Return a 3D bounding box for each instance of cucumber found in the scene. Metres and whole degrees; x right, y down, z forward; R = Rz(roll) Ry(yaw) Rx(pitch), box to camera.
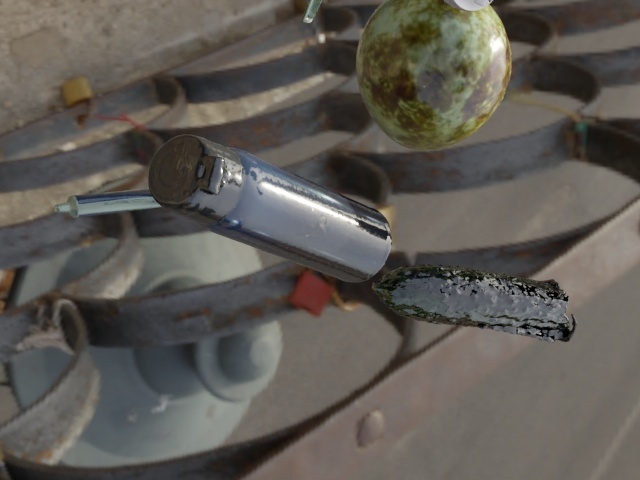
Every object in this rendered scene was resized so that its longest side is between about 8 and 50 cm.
[{"bbox_3d":[0.159,0.058,1.186,0.245,0.067,0.067,10,90,-36],"label":"cucumber"}]

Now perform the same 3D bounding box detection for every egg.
[{"bbox_3d":[0.174,-0.260,1.852,0.238,0.238,0.289,-45,151,-29],"label":"egg"}]

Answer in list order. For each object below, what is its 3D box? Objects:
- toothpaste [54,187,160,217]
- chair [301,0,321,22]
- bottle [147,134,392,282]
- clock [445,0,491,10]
[{"bbox_3d":[-0.307,-0.058,1.801,0.197,0.057,0.034,-8,119,-33],"label":"toothpaste"},{"bbox_3d":[-0.040,-0.550,2.002,0.203,0.274,0.190,24,44,-11],"label":"chair"},{"bbox_3d":[-0.040,-0.025,1.011,0.244,0.082,0.072,22,79,-49],"label":"bottle"},{"bbox_3d":[0.164,-0.311,1.272,0.087,0.041,0.129,21,97,-29],"label":"clock"}]
